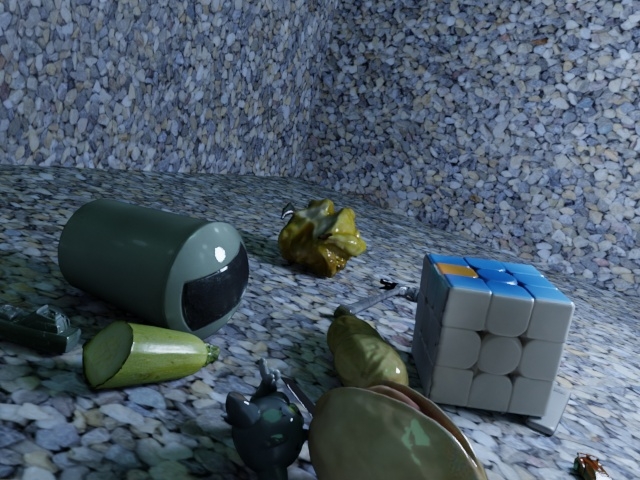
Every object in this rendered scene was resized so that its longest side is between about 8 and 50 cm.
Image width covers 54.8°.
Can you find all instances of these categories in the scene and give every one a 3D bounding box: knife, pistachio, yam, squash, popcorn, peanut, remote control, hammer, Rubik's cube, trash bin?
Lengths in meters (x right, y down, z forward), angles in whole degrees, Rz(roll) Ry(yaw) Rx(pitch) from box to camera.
[{"bbox_3d":[0.003,0.312,1.061,0.230,0.028,0.060,52,3,-14],"label":"knife"},{"bbox_3d":[0.122,0.340,0.933,0.230,0.230,0.309,2,27,-40],"label":"pistachio"},{"bbox_3d":[0.073,0.218,1.756,0.043,0.043,0.094,4,18,-33],"label":"yam"},{"bbox_3d":[-0.305,0.220,1.219,0.287,0.137,0.137,6,16,-36],"label":"squash"},{"bbox_3d":[0.000,0.000,2.187,0.297,0.281,0.316,-22,47,4],"label":"popcorn"},{"bbox_3d":[0.094,0.262,1.401,0.147,0.148,0.319,8,17,-20],"label":"peanut"},{"bbox_3d":[0.557,0.408,1.501,0.067,0.029,0.261,19,17,26],"label":"remote control"},{"bbox_3d":[0.190,0.189,1.980,0.152,0.044,0.427,20,15,27],"label":"hammer"},{"bbox_3d":[0.396,0.216,1.501,0.291,0.291,0.290,6,15,-2],"label":"Rubik's cube"},{"bbox_3d":[-0.379,0.060,1.460,0.432,0.280,0.280,15,13,28],"label":"trash bin"}]

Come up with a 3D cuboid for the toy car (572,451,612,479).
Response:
[{"bbox_3d":[0.548,0.470,1.221,0.059,0.035,0.122,16,12,-6],"label":"toy car"}]

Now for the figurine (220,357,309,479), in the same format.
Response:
[{"bbox_3d":[-0.099,0.298,1.052,0.140,0.193,0.265,-23,8,-23],"label":"figurine"}]

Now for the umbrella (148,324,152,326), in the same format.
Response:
[{"bbox_3d":[-0.412,0.203,1.415,0.122,0.013,0.022,11,34,-16],"label":"umbrella"}]

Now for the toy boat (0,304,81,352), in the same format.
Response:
[{"bbox_3d":[-0.614,0.159,1.242,0.260,0.085,0.078,15,15,5],"label":"toy boat"}]
